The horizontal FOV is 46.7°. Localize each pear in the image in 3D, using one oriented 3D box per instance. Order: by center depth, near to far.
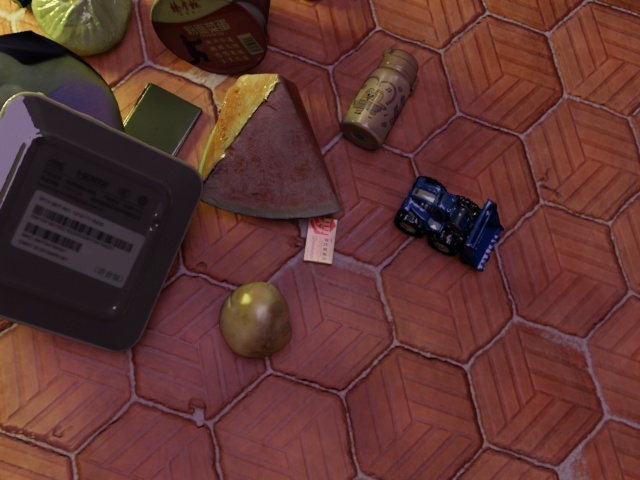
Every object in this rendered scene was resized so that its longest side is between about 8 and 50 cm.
[{"bbox_3d":[-0.564,-0.166,1.333,0.398,0.165,0.399,-5,100,-28],"label":"pear"}]

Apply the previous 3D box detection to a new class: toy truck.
[{"bbox_3d":[0.260,-0.041,1.445,0.208,0.126,0.113,29,74,1],"label":"toy truck"}]

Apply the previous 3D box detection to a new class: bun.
[{"bbox_3d":[-0.476,-0.474,1.489,0.195,0.118,0.196,2,72,-6],"label":"bun"}]

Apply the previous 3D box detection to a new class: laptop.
[{"bbox_3d":[-0.334,-0.220,1.488,0.129,0.016,0.180,27,75,2],"label":"laptop"}]

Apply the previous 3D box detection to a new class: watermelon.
[{"bbox_3d":[-0.062,-0.195,1.402,0.250,0.292,0.283,15,71,-32],"label":"watermelon"}]

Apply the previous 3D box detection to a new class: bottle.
[{"bbox_3d":[0.133,-0.290,1.515,0.110,0.097,0.209,39,72,-28],"label":"bottle"}]

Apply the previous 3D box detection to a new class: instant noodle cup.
[{"bbox_3d":[-0.200,-0.473,1.470,0.234,0.235,0.179,13,64,-2],"label":"instant noodle cup"}]

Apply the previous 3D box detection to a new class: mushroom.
[{"bbox_3d":[-0.118,0.147,1.364,0.148,0.112,0.148,-1,89,28],"label":"mushroom"}]

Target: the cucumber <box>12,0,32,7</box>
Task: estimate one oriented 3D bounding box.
[{"bbox_3d":[-0.556,-0.562,1.531,0.062,0.078,0.211,37,76,-29],"label":"cucumber"}]

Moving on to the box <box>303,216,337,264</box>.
[{"bbox_3d":[0.000,0.000,1.465,0.058,0.015,0.093,8,75,-5],"label":"box"}]

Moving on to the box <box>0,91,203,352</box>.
[{"bbox_3d":[-0.426,-0.025,1.283,0.367,0.090,0.373,24,87,-29],"label":"box"}]
